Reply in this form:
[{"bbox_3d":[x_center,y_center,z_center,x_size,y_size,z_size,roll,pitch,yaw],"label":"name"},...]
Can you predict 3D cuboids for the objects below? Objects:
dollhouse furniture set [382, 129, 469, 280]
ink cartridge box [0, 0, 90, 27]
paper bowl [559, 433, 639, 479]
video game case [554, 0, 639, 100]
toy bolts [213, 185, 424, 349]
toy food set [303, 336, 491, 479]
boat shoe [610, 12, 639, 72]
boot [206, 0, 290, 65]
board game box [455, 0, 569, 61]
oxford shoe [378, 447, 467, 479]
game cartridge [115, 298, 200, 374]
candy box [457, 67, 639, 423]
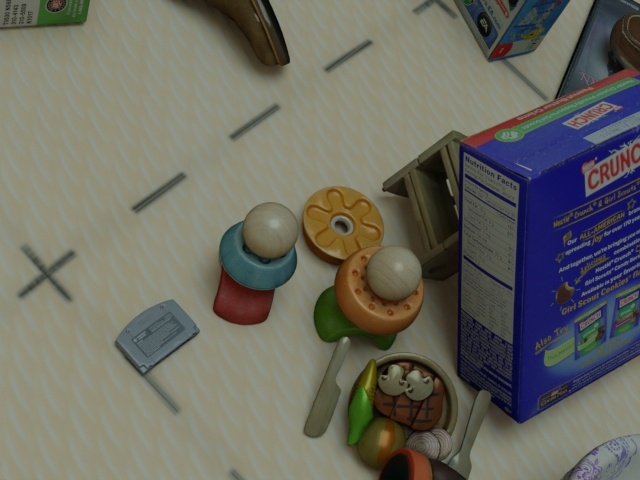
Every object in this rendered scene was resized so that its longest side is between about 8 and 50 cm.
[{"bbox_3d":[0.193,-0.028,1.453,0.183,0.129,0.129,12,54,-41],"label":"dollhouse furniture set"},{"bbox_3d":[-0.404,-0.344,1.363,0.278,0.201,0.117,-9,64,-23],"label":"ink cartridge box"},{"bbox_3d":[0.347,0.357,1.236,0.284,0.148,0.284,12,48,-14],"label":"paper bowl"},{"bbox_3d":[0.448,-0.227,1.696,0.196,0.026,0.274,28,55,-2],"label":"video game case"},{"bbox_3d":[0.000,0.000,1.330,0.228,0.158,0.218,6,60,-16],"label":"toy bolts"},{"bbox_3d":[0.091,0.188,1.297,0.192,0.038,0.132,20,84,-8],"label":"toy food set"},{"bbox_3d":[0.563,-0.253,1.664,0.324,0.116,0.123,17,58,-10],"label":"boat shoe"},{"bbox_3d":[-0.143,-0.333,1.530,0.115,0.112,0.305,-32,78,0],"label":"boot"},{"bbox_3d":[0.249,-0.455,1.592,0.086,0.302,0.308,-14,67,-25],"label":"board game box"},{"bbox_3d":[0.108,0.350,1.208,0.098,0.097,0.271,21,62,-24],"label":"oxford shoe"},{"bbox_3d":[-0.179,0.102,1.296,0.083,0.017,0.056,-36,81,-32],"label":"game cartridge"},{"bbox_3d":[0.284,0.003,1.330,0.268,0.317,0.122,-23,37,-29],"label":"candy box"}]
